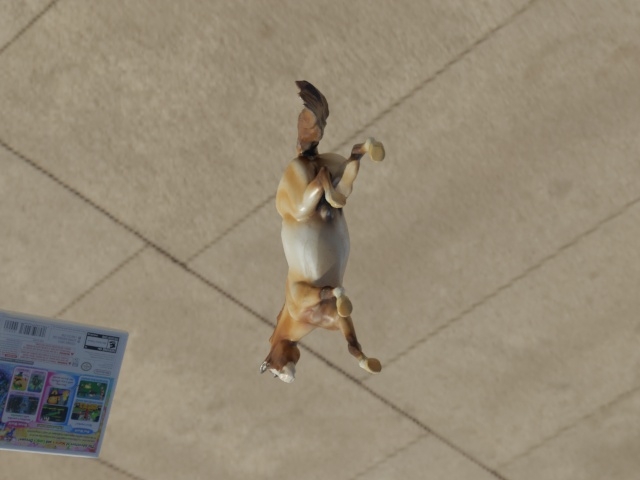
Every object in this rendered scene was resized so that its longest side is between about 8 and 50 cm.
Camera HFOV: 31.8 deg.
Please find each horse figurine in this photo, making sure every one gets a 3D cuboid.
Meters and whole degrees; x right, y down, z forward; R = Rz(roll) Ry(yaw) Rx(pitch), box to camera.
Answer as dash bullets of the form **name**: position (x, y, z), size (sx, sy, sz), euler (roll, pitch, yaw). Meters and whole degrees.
- **horse figurine**: position (0.000, 0.000, 0.944), size (0.066, 0.174, 0.263), euler (-3, 96, -19)

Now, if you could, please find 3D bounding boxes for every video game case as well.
- **video game case**: position (-0.289, 0.153, 1.187), size (0.157, 0.019, 0.143), euler (15, 89, -38)
